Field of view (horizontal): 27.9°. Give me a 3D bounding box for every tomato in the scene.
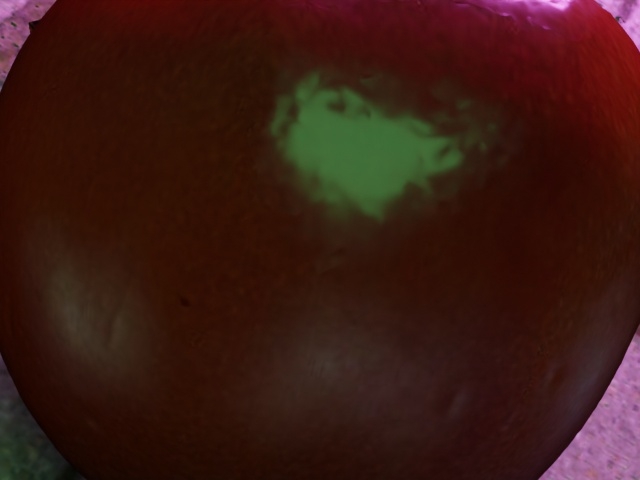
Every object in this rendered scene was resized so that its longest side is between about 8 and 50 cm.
[{"bbox_3d":[0.000,0.000,0.610,0.321,0.321,0.321,8,63,-17],"label":"tomato"}]

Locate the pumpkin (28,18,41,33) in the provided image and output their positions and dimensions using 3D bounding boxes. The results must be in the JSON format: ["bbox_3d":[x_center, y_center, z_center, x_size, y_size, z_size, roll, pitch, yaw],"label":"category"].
[{"bbox_3d":[-0.119,-0.098,0.742,0.074,0.054,0.083,-25,81,-24],"label":"pumpkin"}]
